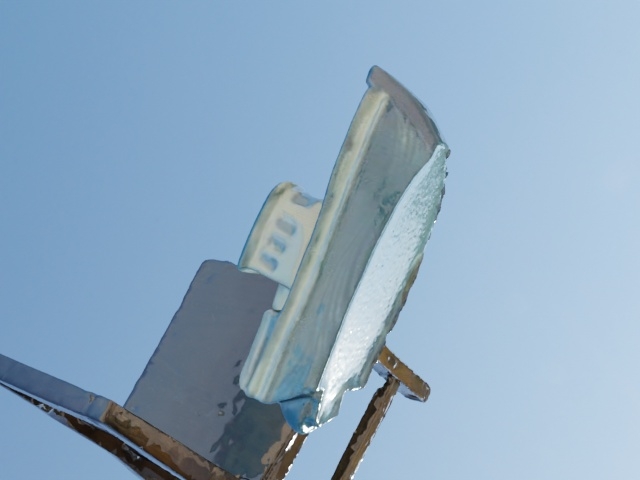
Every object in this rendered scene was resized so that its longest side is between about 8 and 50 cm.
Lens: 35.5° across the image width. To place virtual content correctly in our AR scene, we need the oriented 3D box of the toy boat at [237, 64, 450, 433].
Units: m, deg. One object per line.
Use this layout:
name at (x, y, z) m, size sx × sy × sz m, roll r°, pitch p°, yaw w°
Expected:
toy boat at (0.000, 0.000, 0.595) m, size 0.088 × 0.102 × 0.215 m, roll 8°, pitch -74°, yaw -65°

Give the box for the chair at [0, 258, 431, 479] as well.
chair at (-0.085, 0.124, 0.925) m, size 0.241 × 0.203 × 0.416 m, roll -60°, pitch -37°, yaw -21°
